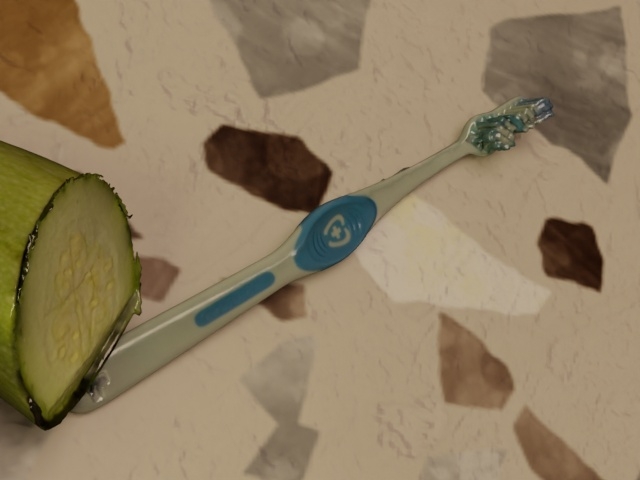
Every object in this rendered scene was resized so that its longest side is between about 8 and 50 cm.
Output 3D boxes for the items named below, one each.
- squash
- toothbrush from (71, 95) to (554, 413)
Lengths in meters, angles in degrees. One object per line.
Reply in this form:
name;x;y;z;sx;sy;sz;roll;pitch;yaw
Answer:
squash;-0.228;-0.031;0.883;0.287;0.137;0.137;33;61;4
toothbrush;-0.002;0.000;1.021;0.386;0.040;0.040;-31;84;-26
